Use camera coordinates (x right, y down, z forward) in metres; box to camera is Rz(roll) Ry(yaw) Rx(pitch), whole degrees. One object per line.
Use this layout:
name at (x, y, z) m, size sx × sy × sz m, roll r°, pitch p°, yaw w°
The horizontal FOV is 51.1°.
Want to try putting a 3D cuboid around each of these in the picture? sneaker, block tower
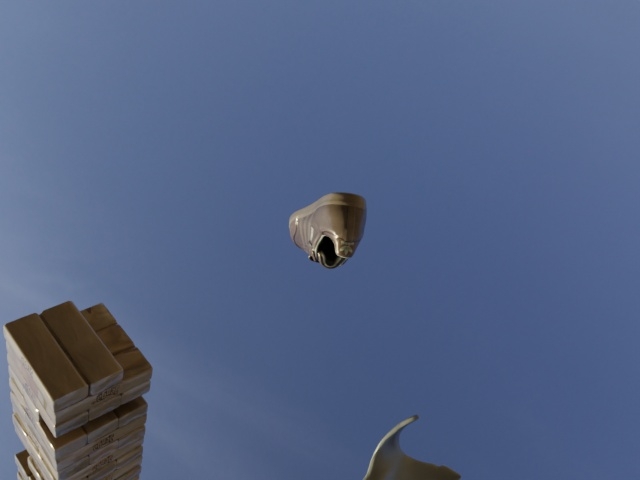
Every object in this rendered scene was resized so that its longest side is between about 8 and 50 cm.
sneaker at (0.000, 0.000, 0.779) m, size 0.066 × 0.188 × 0.071 m, roll 10°, pitch -105°, yaw -12°
block tower at (-0.235, 0.207, 0.649) m, size 0.090 × 0.336 × 0.097 m, roll -22°, pitch -126°, yaw -38°

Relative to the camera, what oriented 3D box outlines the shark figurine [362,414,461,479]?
shark figurine at (0.036, 0.248, 0.438) m, size 0.116 × 0.166 × 0.278 m, roll 51°, pitch -167°, yaw -9°
